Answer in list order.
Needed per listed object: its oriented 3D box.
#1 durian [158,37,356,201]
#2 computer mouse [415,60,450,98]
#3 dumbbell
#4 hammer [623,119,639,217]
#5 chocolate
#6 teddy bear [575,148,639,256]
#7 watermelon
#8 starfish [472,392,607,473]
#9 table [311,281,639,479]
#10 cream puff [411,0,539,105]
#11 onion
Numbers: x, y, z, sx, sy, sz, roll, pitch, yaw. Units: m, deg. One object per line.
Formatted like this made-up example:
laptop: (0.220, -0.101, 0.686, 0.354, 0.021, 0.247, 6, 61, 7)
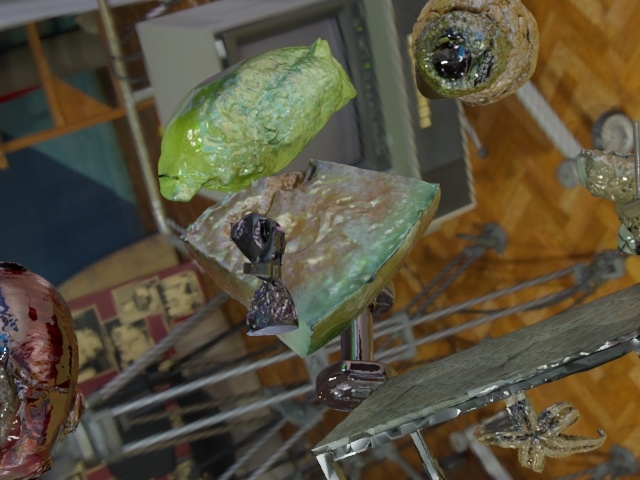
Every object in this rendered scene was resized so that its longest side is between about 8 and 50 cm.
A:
durian: (-0.075, -0.120, 1.020, 0.139, 0.250, 0.101, 12, 131, 57)
computer mouse: (0.246, -0.292, 1.726, 0.199, 0.045, 0.102, 2, 99, 31)
dumbbell: (0.061, 0.164, 1.701, 0.124, 0.140, 0.225, 102, 170, -53)
hammer: (0.349, -0.081, 1.127, 0.035, 0.019, 0.110, 144, 128, -68)
chocolate: (-0.067, 0.035, 1.162, 0.070, 0.072, 0.147, 19, -127, -66)
teddy bear: (0.499, -0.044, 1.516, 0.267, 0.156, 0.256, 55, -175, 9)
watermelon: (0.009, 0.012, 1.340, 0.302, 0.264, 0.151, 25, 153, 39)
starfish: (0.336, 0.297, 1.554, 0.190, 0.074, 0.146, 17, 116, 3)
table: (0.225, 0.236, 0.992, 0.335, 0.222, 0.272, -25, 89, 26)
cream puff: (0.208, -0.265, 1.417, 0.183, 0.169, 0.183, 6, 110, 16)
onion: (-0.409, 0.182, 1.314, 0.314, 0.232, 0.314, -26, 59, 52)
